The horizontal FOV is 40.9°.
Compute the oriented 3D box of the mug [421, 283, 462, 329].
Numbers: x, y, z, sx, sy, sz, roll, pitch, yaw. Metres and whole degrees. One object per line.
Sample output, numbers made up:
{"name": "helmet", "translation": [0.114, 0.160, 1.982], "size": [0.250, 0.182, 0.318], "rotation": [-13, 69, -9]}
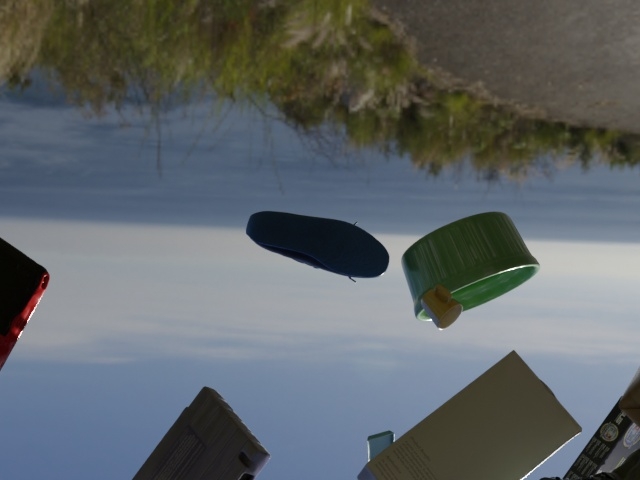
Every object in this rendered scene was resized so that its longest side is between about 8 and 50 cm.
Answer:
{"name": "mug", "translation": [0.227, 0.118, 1.611], "size": [0.062, 0.078, 0.064], "rotation": [1, -143, -48]}

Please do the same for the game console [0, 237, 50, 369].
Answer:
{"name": "game console", "translation": [-0.750, 0.117, 1.694], "size": [0.386, 0.342, 0.060], "rotation": [30, 177, 18]}

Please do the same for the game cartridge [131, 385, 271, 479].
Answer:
{"name": "game cartridge", "translation": [-0.265, 0.482, 1.656], "size": [0.068, 0.355, 0.230], "rotation": [36, -178, -40]}

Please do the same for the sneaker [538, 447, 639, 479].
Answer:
{"name": "sneaker", "translation": [0.417, 0.420, 1.380], "size": [0.300, 0.121, 0.111], "rotation": [-34, 177, -11]}

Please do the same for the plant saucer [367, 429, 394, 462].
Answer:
{"name": "plant saucer", "translation": [0.142, 0.512, 2.036], "size": [0.067, 0.192, 0.018], "rotation": [-14, -136, -9]}

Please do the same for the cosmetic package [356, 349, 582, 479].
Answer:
{"name": "cosmetic package", "translation": [0.273, 0.395, 1.595], "size": [0.365, 0.197, 0.155], "rotation": [-32, 162, -17]}

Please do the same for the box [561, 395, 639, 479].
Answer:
{"name": "box", "translation": [0.705, 0.520, 2.051], "size": [0.216, 0.270, 0.060], "rotation": [32, -177, -44]}

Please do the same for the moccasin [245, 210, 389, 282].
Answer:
{"name": "moccasin", "translation": [0.000, 0.000, 2.011], "size": [0.342, 0.137, 0.117], "rotation": [21, 172, 8]}

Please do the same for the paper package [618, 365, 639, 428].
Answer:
{"name": "paper package", "translation": [0.750, 0.321, 1.615], "size": [0.309, 0.168, 0.325], "rotation": [45, -156, 16]}

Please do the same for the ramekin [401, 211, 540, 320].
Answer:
{"name": "ramekin", "translation": [0.332, 0.057, 1.966], "size": [0.303, 0.148, 0.303], "rotation": [-19, 162, -6]}
